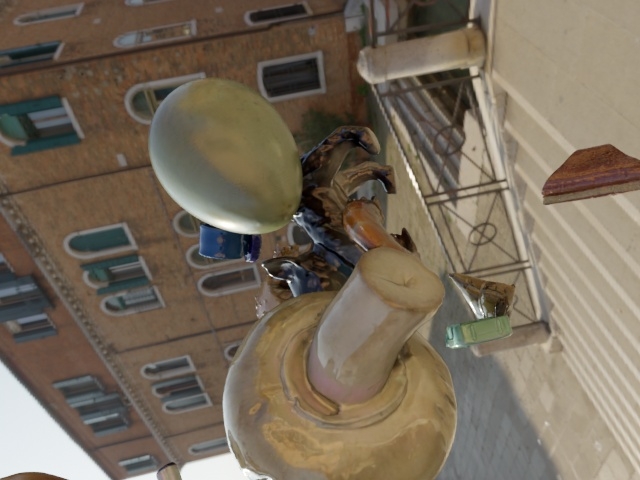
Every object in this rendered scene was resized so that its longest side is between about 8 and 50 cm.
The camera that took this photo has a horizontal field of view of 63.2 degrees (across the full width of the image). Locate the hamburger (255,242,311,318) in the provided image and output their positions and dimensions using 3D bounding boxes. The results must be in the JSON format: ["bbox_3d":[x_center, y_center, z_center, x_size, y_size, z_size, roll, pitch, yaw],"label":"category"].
[{"bbox_3d":[-0.020,0.140,1.277,0.287,0.268,0.445,61,-170,17],"label":"hamburger"}]

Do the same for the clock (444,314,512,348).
[{"bbox_3d":[0.423,0.257,1.453,0.211,0.159,0.066,113,145,-76],"label":"clock"}]

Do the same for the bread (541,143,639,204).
[{"bbox_3d":[0.540,-0.129,1.017,0.067,0.192,0.119,54,-134,-35],"label":"bread"}]

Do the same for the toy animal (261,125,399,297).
[{"bbox_3d":[0.000,0.000,0.953,0.194,0.302,0.345,16,-114,-66],"label":"toy animal"}]

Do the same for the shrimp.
[{"bbox_3d":[0.092,-0.020,0.815,0.150,0.068,0.249,37,-163,-19],"label":"shrimp"}]

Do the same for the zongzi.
[{"bbox_3d":[0.478,0.187,1.567,0.197,0.099,0.195,18,135,34],"label":"zongzi"}]

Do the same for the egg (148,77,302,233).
[{"bbox_3d":[-0.142,-0.128,0.822,0.295,0.218,0.218,45,158,30],"label":"egg"}]

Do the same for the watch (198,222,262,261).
[{"bbox_3d":[-0.293,-0.013,1.678,0.196,0.200,0.171,-175,85,-69],"label":"watch"}]

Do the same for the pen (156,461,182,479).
[{"bbox_3d":[-0.145,0.402,0.634,0.269,0.033,0.033,56,164,30],"label":"pen"}]

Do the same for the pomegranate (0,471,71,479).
[{"bbox_3d":[-0.694,0.752,1.197,0.411,0.411,0.412,168,90,-85],"label":"pomegranate"}]

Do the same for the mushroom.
[{"bbox_3d":[0.042,0.185,0.713,0.356,0.315,0.315,-61,5,-1],"label":"mushroom"}]
